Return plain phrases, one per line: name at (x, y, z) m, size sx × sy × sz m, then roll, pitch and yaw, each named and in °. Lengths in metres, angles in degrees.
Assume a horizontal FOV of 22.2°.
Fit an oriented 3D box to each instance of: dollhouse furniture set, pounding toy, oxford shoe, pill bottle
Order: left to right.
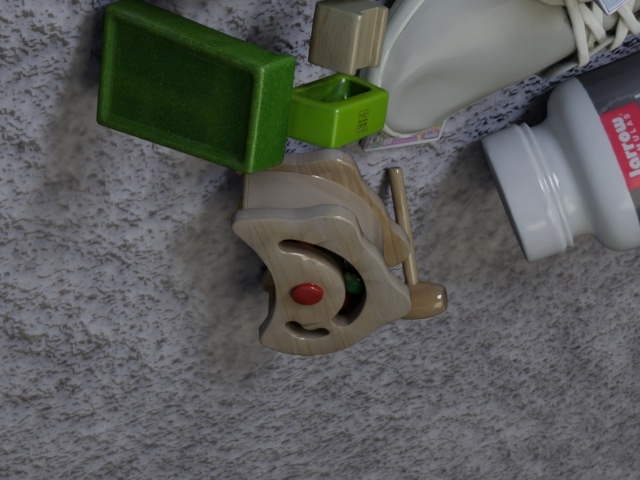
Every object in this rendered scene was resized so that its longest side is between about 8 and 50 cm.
dollhouse furniture set at (-0.038, -0.225, 1.227) m, size 0.197 × 0.151 × 0.301 m, roll -24°, pitch 130°, yaw -51°
pounding toy at (0.000, 0.000, 1.506) m, size 0.154 × 0.155 × 0.269 m, roll -16°, pitch 139°, yaw 20°
oxford shoe at (0.232, -0.225, 1.392) m, size 0.449 × 0.130 × 0.169 m, roll -32°, pitch 144°, yaw -5°
pill bottle at (0.323, -0.094, 1.550) m, size 0.318 × 0.176 × 0.176 m, roll -22°, pitch 144°, yaw 4°

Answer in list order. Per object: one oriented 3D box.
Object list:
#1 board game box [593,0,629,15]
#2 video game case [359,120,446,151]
board game box at (0.268, -0.378, 1.203) m, size 0.318 × 0.066 × 0.318 m, roll -33°, pitch 126°, yaw 7°
video game case at (0.089, -0.135, 1.476) m, size 0.087 × 0.011 × 0.122 m, roll -10°, pitch 137°, yaw -31°
